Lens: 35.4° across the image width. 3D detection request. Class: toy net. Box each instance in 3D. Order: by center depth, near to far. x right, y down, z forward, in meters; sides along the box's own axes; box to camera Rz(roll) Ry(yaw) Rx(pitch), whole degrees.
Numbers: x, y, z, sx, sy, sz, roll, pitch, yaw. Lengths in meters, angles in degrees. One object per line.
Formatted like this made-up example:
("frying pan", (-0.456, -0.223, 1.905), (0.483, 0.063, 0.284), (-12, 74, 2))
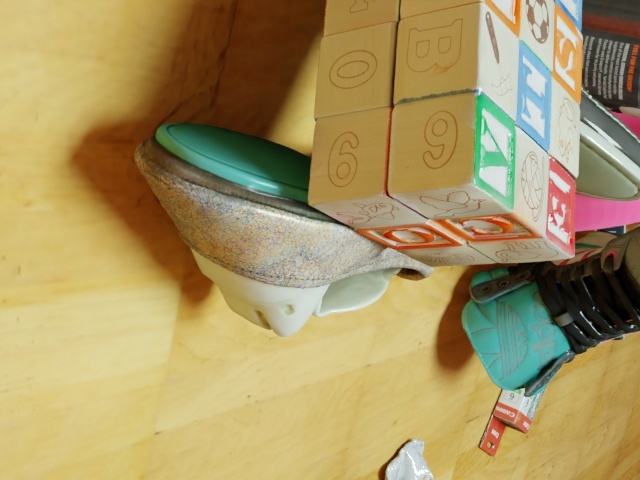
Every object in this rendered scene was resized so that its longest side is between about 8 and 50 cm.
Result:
("toy net", (0.053, 0.289, 0.886), (0.232, 0.045, 0.122), (-57, 147, -22))

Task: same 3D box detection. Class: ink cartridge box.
("ink cartridge box", (0.217, 0.186, 1.107), (0.115, 0.029, 0.063), (-65, 150, -10))

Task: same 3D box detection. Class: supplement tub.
("supplement tub", (0.247, -0.153, 0.799), (0.106, 0.198, 0.106), (-34, 134, -44))

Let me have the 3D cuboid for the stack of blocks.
("stack of blocks", (0.063, -0.151, 0.506), (0.171, 0.087, 0.297), (24, 66, -53))

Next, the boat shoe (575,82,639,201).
("boat shoe", (0.123, -0.101, 0.642), (0.069, 0.227, 0.081), (-67, -167, -20))

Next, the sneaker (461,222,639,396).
("sneaker", (0.217, 0.058, 0.860), (0.178, 0.124, 0.295), (-28, 179, -7))

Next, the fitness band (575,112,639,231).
("fitness band", (0.234, -0.064, 0.813), (0.291, 0.209, 0.054), (-27, 120, -44))

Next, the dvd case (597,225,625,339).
("dvd case", (0.307, -0.037, 1.060), (0.239, 0.029, 0.179), (72, 22, -45))

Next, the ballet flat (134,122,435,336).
("ballet flat", (0.000, 0.000, 0.588), (0.316, 0.107, 0.106), (-1, 119, -57))
